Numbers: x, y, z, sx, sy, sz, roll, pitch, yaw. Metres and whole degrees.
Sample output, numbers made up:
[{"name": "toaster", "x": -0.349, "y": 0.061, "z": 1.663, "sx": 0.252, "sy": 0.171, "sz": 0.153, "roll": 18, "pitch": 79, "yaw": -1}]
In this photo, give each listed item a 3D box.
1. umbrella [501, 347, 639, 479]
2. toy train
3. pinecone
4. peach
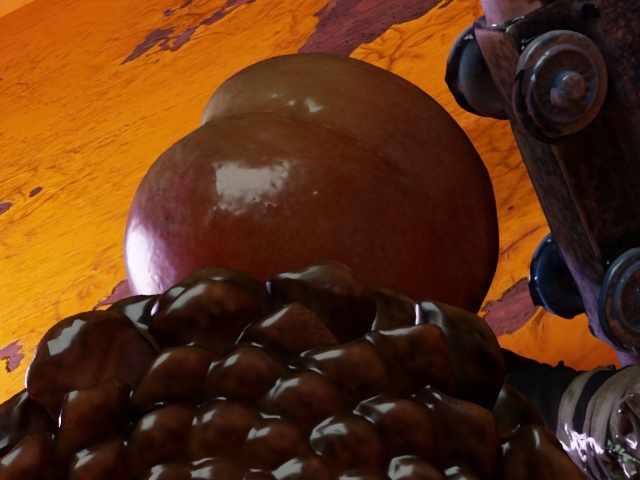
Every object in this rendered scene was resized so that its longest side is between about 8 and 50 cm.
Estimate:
[{"name": "umbrella", "x": 0.149, "y": 0.123, "z": 1.181, "sx": 0.113, "sy": 0.106, "sz": 0.358, "roll": -32, "pitch": 15, "yaw": -24}, {"name": "toy train", "x": 0.219, "y": -0.069, "z": 1.204, "sx": 0.202, "sy": 0.299, "sz": 0.131, "roll": -29, "pitch": 22, "yaw": -14}, {"name": "pinecone", "x": -0.029, "y": 0.195, "z": 0.984, "sx": 0.384, "sy": 0.384, "sz": 0.384, "roll": -26, "pitch": 25, "yaw": 13}, {"name": "peach", "x": 0.000, "y": 0.000, "z": 1.188, "sx": 0.252, "sy": 0.252, "sz": 0.252, "roll": -26, "pitch": 25, "yaw": 13}]
